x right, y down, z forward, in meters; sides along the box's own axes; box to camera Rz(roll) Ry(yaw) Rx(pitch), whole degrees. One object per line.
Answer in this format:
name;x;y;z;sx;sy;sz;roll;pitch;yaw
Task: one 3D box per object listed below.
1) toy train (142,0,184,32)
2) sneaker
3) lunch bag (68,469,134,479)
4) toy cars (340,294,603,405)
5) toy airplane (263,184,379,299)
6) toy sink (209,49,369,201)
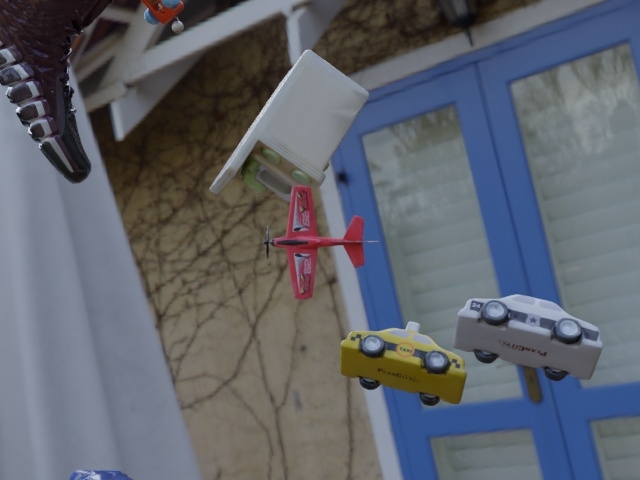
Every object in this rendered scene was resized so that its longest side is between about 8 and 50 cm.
toy train;-0.155;-0.290;0.868;0.046;0.125;0.166;-52;15;-30
sneaker;-0.298;-0.217;1.005;0.162;0.282;0.106;-31;23;-16
lunch bag;-0.292;0.345;1.154;0.065;0.067;0.098;13;-4;45
toy cars;0.201;0.142;1.204;0.393;0.176;0.087;-20;35;40
toy airplane;0.000;0.000;1.125;0.151;0.151;0.028;-13;0;-3
toy sink;-0.047;-0.148;1.335;0.234;0.131;0.153;-59;10;-19
